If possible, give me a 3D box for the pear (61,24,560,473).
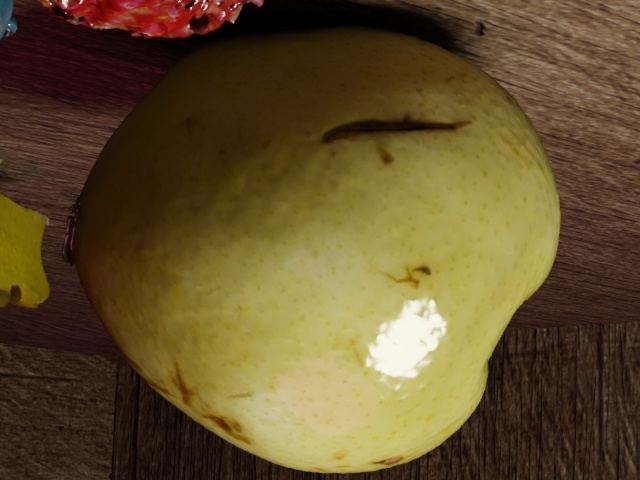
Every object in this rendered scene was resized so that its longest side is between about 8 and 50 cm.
[{"bbox_3d":[0.000,0.000,1.252,0.309,0.309,0.309,2,171,0],"label":"pear"}]

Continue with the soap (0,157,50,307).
[{"bbox_3d":[-0.418,-0.007,1.722,0.281,0.143,0.259,-2,166,20],"label":"soap"}]

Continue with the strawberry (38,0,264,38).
[{"bbox_3d":[-0.100,-0.151,0.961,0.140,0.085,0.192,0,169,23],"label":"strawberry"}]

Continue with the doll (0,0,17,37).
[{"bbox_3d":[-0.230,-0.142,1.045,0.114,0.085,0.152,-29,142,36],"label":"doll"}]
